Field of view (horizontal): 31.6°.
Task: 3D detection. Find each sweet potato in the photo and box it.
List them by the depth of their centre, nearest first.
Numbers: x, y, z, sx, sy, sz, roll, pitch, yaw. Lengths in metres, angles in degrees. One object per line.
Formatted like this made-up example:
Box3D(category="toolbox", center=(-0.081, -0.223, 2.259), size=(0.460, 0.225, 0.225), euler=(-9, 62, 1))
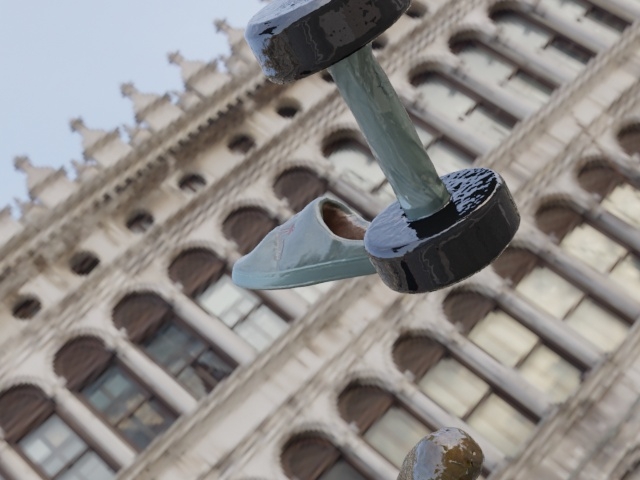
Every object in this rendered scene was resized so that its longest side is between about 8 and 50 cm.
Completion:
Box3D(category="sweet potato", center=(0.106, 0.236, 1.113), size=(0.081, 0.062, 0.233), euler=(-59, -5, -28))

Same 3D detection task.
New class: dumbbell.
Box3D(category="dumbbell", center=(0.040, -0.069, 0.685), size=(0.100, 0.100, 0.191), euler=(-39, -68, -26))

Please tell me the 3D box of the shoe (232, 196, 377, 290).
Box3D(category="shoe", center=(0.000, 0.000, 1.347), size=(0.103, 0.251, 0.100), euler=(-23, -77, -63))
